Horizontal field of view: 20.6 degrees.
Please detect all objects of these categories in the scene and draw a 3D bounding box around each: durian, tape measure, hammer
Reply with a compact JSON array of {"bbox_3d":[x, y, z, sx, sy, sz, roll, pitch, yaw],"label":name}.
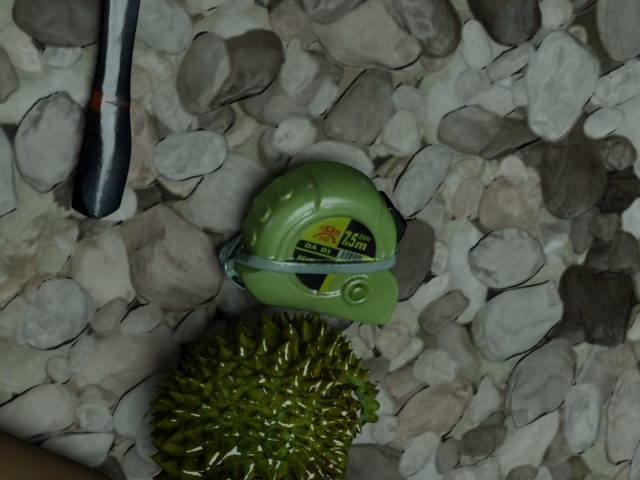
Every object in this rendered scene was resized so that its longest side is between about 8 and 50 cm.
[{"bbox_3d":[-0.061,0.180,1.636,0.176,0.200,0.237,-23,161,-51],"label":"durian"},{"bbox_3d":[0.000,0.000,1.675,0.177,0.087,0.154,9,118,-26],"label":"tape measure"},{"bbox_3d":[-0.187,-0.155,1.553,0.137,0.037,0.290,2,109,-26],"label":"hammer"}]

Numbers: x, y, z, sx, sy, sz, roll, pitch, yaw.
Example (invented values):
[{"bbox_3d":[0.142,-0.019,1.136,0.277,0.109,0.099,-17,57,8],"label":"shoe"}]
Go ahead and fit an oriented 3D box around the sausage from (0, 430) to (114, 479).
[{"bbox_3d":[-0.286,0.244,1.620,0.253,0.123,0.123,29,96,-32],"label":"sausage"}]
